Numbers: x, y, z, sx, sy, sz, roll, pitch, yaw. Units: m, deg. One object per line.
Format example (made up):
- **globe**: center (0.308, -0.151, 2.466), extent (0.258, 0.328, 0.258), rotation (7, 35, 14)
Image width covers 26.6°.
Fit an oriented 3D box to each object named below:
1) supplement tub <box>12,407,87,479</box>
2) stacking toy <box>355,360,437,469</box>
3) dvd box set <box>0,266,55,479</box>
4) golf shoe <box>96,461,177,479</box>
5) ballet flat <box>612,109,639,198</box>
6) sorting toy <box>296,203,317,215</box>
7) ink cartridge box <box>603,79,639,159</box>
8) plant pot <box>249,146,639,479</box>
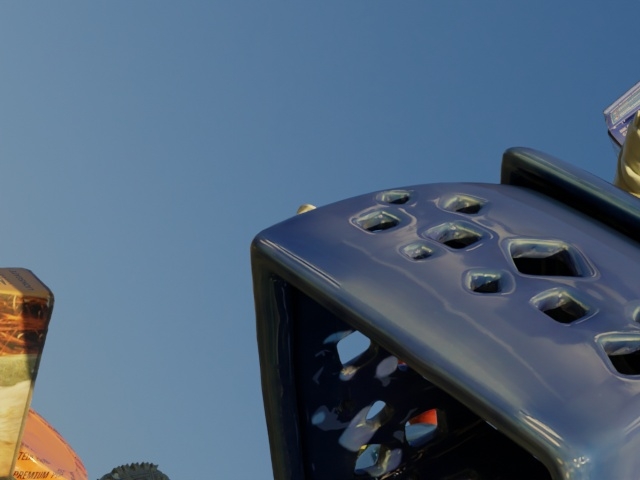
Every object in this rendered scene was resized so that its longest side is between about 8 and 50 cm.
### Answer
- **supplement tub**: center (-0.405, 0.315, 1.412), extent (0.193, 0.316, 0.193), rotation (43, 0, 0)
- **stacking toy**: center (0.063, 0.262, 1.714), extent (0.279, 0.309, 0.130), rotation (-23, -69, 22)
- **dvd box set**: center (-0.397, 0.147, 0.837), extent (0.062, 0.420, 0.308), rotation (29, -74, 52)
- **golf shoe**: center (-0.172, 0.233, 0.999), extent (0.069, 0.176, 0.086), rotation (44, -49, 2)
- **ballet flat**: center (0.276, -0.101, 1.019), extent (0.086, 0.248, 0.086), rotation (28, 0, 0)
- **sorting toy**: center (0.000, 0.000, 1.427), extent (0.083, 0.045, 0.075), rotation (24, -48, 30)
- **ink cartridge box**: center (0.433, -0.121, 1.549), extent (0.065, 0.185, 0.311), rotation (55, 5, 32)
- **plant pot**: center (0.118, 0.095, 0.719), extent (0.236, 0.212, 0.236), rotation (34, -41, 42)
